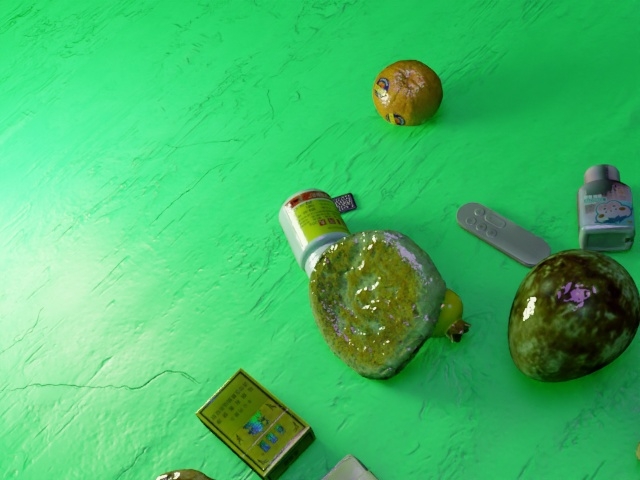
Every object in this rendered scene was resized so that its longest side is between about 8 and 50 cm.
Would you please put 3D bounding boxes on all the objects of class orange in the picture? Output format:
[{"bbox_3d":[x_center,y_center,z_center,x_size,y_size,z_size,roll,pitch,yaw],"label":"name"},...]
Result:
[{"bbox_3d":[0.221,-0.371,2.229,0.177,0.155,0.178,-8,60,14],"label":"orange"}]

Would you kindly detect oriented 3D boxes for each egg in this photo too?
[{"bbox_3d":[0.494,0.152,1.743,0.289,0.238,0.238,-44,57,-8],"label":"egg"}]

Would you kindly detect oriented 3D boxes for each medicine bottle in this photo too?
[{"bbox_3d":[0.000,0.000,2.025,0.139,0.139,0.225,-23,53,-4],"label":"medicine bottle"},{"bbox_3d":[0.633,-0.074,1.959,0.119,0.094,0.188,-1,55,14],"label":"medicine bottle"}]

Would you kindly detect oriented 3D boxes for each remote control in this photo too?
[{"bbox_3d":[0.417,-0.014,2.012,0.245,0.022,0.077,34,70,31],"label":"remote control"}]

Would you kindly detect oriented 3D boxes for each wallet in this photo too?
[{"bbox_3d":[0.074,0.503,1.714,0.110,0.039,0.155,-41,56,-12],"label":"wallet"}]

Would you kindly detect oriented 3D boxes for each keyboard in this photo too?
[{"bbox_3d":[0.010,-0.076,2.157,0.155,0.010,0.053,-18,55,0],"label":"keyboard"}]

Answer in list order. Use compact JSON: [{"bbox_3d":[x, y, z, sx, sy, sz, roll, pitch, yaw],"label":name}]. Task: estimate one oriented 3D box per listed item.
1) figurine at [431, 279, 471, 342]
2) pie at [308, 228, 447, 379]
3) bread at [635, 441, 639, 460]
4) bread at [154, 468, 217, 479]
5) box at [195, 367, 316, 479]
[{"bbox_3d":[0.204,0.143,1.902,0.185,0.127,0.234,-43,84,24],"label":"figurine"},{"bbox_3d":[0.110,0.126,1.849,0.323,0.070,0.323,2,95,29],"label":"pie"},{"bbox_3d":[0.761,0.294,1.549,0.370,0.314,0.191,-30,63,-14],"label":"bread"},{"bbox_3d":[-0.263,0.563,1.698,0.230,0.123,0.230,-4,59,7],"label":"bread"},{"bbox_3d":[-0.135,0.386,1.830,0.220,0.064,0.141,33,68,32],"label":"box"}]
